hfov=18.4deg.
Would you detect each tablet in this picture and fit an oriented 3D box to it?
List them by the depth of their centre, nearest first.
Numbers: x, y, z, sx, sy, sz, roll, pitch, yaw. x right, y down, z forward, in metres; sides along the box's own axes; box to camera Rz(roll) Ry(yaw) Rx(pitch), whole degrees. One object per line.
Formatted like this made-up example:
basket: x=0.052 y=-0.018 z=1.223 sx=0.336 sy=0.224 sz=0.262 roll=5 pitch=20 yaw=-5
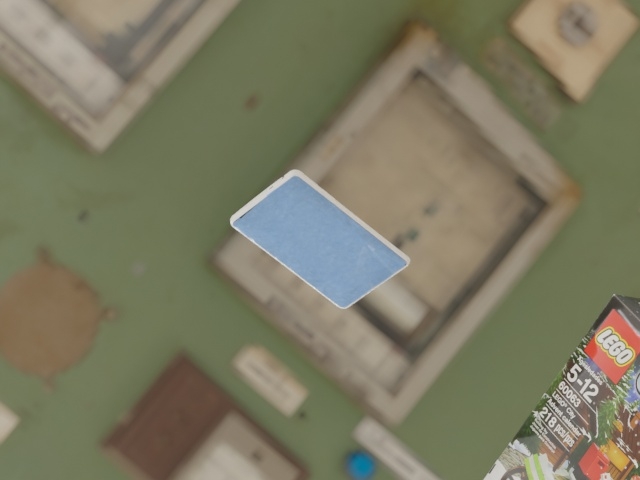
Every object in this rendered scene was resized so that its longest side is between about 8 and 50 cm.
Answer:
tablet: x=0.000 y=0.000 z=1.026 sx=0.083 sy=0.006 sz=0.054 roll=38 pitch=127 yaw=-23

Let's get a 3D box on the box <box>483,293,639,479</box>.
box: x=0.196 y=0.162 z=1.059 sx=0.044 sy=0.159 sz=0.233 roll=9 pitch=-150 yaw=-45
